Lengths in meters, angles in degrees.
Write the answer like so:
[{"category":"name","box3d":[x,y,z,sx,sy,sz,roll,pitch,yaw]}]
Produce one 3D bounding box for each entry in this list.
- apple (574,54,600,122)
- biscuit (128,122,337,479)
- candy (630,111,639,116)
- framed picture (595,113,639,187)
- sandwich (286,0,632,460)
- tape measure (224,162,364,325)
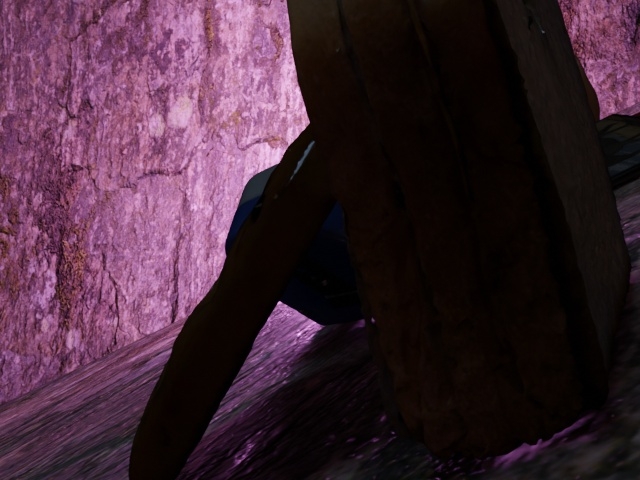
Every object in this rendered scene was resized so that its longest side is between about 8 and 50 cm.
[{"category":"apple","box3d":[0.385,-0.216,1.602,0.258,0.233,0.295,-39,14,-7]},{"category":"biscuit","box3d":[-0.037,0.013,0.599,0.359,0.046,0.359,-59,2,3]},{"category":"candy","box3d":[0.478,-0.160,1.398,0.292,0.059,0.086,-23,1,35]},{"category":"framed picture","box3d":[0.321,-0.089,1.144,0.347,0.016,0.265,-26,16,-4]},{"category":"sandwich","box3d":[0.089,-0.055,0.446,0.095,0.249,0.273,-13,7,25]},{"category":"tape measure","box3d":[0.055,-0.004,0.823,0.351,0.215,0.098,-21,46,47]}]
